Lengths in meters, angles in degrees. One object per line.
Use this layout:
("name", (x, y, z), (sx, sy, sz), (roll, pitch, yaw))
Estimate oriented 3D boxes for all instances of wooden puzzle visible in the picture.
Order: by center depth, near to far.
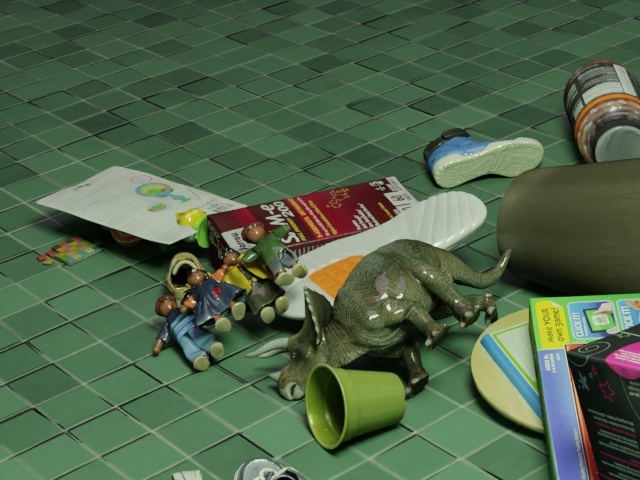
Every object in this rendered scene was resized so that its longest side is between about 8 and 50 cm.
("wooden puzzle", (-0.303, 0.013, 1.955), (0.049, 0.006, 0.083), (21, 36, 39))

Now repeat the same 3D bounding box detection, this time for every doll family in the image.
("doll family", (-0.104, 0.056, 1.725), (0.193, 0.076, 0.111), (-33, 50, -15))

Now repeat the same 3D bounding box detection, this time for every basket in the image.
("basket", (0.318, -0.008, 1.742), (0.227, 0.204, 0.154), (10, 25, 43))

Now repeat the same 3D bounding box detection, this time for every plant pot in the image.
("plant pot", (0.039, 0.158, 1.563), (0.079, 0.083, 0.083), (-4, 25, -28))

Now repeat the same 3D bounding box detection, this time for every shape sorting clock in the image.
("shape sorting clock", (0.255, 0.131, 1.614), (0.206, 0.040, 0.206), (-3, 36, 2))

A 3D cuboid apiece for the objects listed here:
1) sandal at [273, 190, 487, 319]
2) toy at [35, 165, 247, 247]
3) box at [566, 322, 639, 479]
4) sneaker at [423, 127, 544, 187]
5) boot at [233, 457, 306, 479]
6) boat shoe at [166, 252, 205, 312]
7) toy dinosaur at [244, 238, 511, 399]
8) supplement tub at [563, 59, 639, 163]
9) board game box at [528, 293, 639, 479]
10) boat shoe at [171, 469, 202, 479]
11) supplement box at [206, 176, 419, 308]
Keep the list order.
("sandal", (0.073, 0.037, 1.780), (0.265, 0.076, 0.102), (-25, 42, -10))
("toy", (-0.219, -0.027, 1.968), (0.237, 0.056, 0.137), (13, 29, 39))
("box", (0.340, 0.143, 1.282), (0.163, 0.142, 0.247), (-19, 11, -20))
("sneaker", (0.209, -0.118, 2.090), (0.152, 0.058, 0.085), (-15, 37, -8))
("boot", (-0.034, 0.226, 1.416), (0.069, 0.086, 0.190), (-12, 28, -16))
("boat shoe", (-0.152, 0.043, 1.834), (0.050, 0.045, 0.135), (-7, 27, -6))
("toy dinosaur", (0.086, 0.056, 1.659), (0.160, 0.121, 0.313), (38, 59, 23))
("supplement tub", (0.380, -0.155, 2.093), (0.106, 0.106, 0.198), (-3, 28, 2))
("board game box", (0.314, 0.163, 1.492), (0.213, 0.046, 0.317), (-2, 36, 2))
("boat shoe", (-0.108, 0.239, 1.461), (0.035, 0.035, 0.100), (-14, 22, -14))
("supplement box", (0.000, 0.000, 1.870), (0.239, 0.073, 0.130), (-13, 27, -15))
